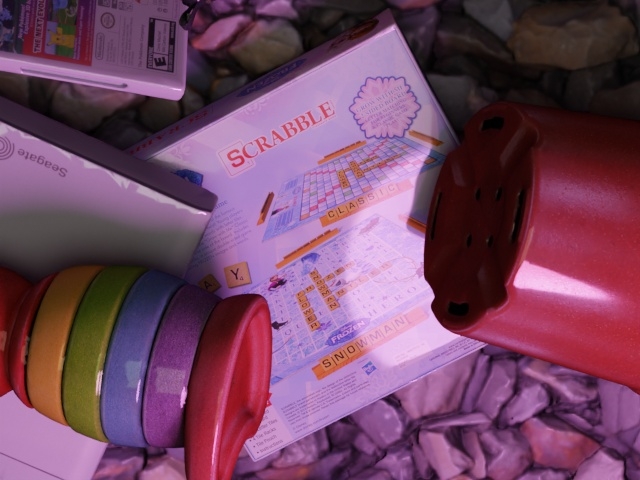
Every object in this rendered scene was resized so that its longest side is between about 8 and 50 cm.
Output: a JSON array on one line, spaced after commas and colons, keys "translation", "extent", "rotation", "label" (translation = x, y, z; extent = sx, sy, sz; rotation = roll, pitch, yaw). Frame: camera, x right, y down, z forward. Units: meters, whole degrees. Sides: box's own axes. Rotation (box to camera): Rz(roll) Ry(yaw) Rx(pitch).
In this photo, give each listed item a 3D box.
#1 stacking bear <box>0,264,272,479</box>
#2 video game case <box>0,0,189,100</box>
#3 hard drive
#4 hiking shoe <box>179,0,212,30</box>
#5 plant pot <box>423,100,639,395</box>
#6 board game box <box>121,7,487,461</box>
[{"translation": [-0.200, 0.095, 1.604], "extent": [0.289, 0.175, 0.164], "rotation": [11, 120, 10], "label": "stacking bear"}, {"translation": [-0.200, -0.218, 1.574], "extent": [0.183, 0.201, 0.023], "rotation": [9, 150, -15], "label": "video game case"}, {"translation": [-0.265, 0.063, 1.703], "extent": [0.233, 0.047, 0.353], "rotation": [24, 116, -4], "label": "hard drive"}, {"translation": [-0.148, -0.274, 1.553], "extent": [0.114, 0.227, 0.086], "rotation": [-42, 153, -7], "label": "hiking shoe"}, {"translation": [0.248, 0.004, 1.611], "extent": [0.265, 0.272, 0.272], "rotation": [12, 109, -21], "label": "plant pot"}, {"translation": [0.000, 0.000, 1.729], "extent": [0.318, 0.066, 0.318], "rotation": [-27, 110, 7], "label": "board game box"}]
